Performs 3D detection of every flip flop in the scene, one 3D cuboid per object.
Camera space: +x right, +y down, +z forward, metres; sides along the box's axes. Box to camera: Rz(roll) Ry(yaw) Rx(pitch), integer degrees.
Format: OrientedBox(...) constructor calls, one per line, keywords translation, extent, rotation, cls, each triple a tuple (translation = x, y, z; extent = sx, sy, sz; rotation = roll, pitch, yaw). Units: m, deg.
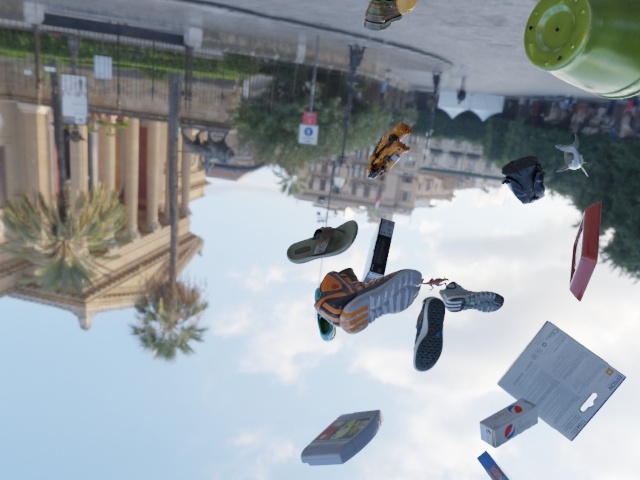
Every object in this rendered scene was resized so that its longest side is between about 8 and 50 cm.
OrientedBox(translation=(0.000, 0.000, 1.735), extent=(0.277, 0.080, 0.112), rotation=(-18, -131, 18), cls="flip flop")

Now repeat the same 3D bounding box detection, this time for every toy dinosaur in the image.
OrientedBox(translation=(0.374, 0.133, 1.686), extent=(0.082, 0.047, 0.090), rotation=(0, 153, -1), cls="toy dinosaur")

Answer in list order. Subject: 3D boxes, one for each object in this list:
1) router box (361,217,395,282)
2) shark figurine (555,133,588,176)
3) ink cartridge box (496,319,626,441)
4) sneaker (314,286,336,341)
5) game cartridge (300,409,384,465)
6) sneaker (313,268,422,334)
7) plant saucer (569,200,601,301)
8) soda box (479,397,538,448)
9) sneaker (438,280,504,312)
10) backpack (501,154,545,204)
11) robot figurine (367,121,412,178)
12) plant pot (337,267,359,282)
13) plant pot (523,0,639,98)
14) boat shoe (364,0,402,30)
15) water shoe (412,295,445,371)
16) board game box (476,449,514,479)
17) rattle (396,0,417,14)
OrientedBox(translation=(0.289, 0.078, 2.589), extent=(0.081, 0.309, 0.243), rotation=(16, 152, 0), cls="router box")
OrientedBox(translation=(1.039, -0.329, 2.126), extent=(0.116, 0.166, 0.278), rotation=(-25, 171, 22), cls="shark figurine")
OrientedBox(translation=(0.913, 0.533, 1.951), extent=(0.330, 0.324, 0.071), rotation=(38, -172, 14), cls="ink cartridge box")
OrientedBox(translation=(0.024, 0.348, 2.451), extent=(0.107, 0.275, 0.110), rotation=(-14, 156, 9), cls="sneaker")
OrientedBox(translation=(0.089, 0.661, 1.725), extent=(0.196, 0.060, 0.294), rotation=(-16, -178, 35), cls="game cartridge")
OrientedBox(translation=(0.116, 0.123, 1.336), extent=(0.321, 0.125, 0.180), rotation=(-15, -152, -40), cls="sneaker")
OrientedBox(translation=(0.898, 0.037, 1.734), extent=(0.047, 0.259, 0.258), rotation=(10, -123, 20), cls="plant saucer")
OrientedBox(translation=(0.647, 0.624, 1.743), extent=(0.216, 0.074, 0.069), rotation=(-16, -164, -26), cls="soda box")
OrientedBox(translation=(0.526, 0.187, 1.800), extent=(0.228, 0.086, 0.132), rotation=(2, -152, -16), cls="sneaker")
OrientedBox(translation=(0.780, -0.228, 1.923), extent=(0.152, 0.182, 0.115), rotation=(-17, -139, 31), cls="backpack")
OrientedBox(translation=(0.303, -0.393, 2.303), extent=(0.085, 0.211, 0.291), rotation=(21, 151, -14), cls="robot figurine")
OrientedBox(translation=(0.120, 0.228, 2.112), extent=(0.167, 0.167, 0.165), rotation=(-10, -129, -45), cls="plant pot")
OrientedBox(translation=(0.846, -0.639, 1.590), extent=(0.353, 0.367, 0.366), rotation=(-5, -160, -27), cls="plant pot")
OrientedBox(translation=(0.244, -0.860, 1.851), extent=(0.110, 0.104, 0.307), rotation=(14, -139, 10), cls="boat shoe")
OrientedBox(translation=(0.291, 0.251, 1.370), extent=(0.073, 0.203, 0.080), rotation=(15, 177, -5), cls="water shoe")
OrientedBox(translation=(0.595, 0.779, 1.595), extent=(0.160, 0.047, 0.210), rotation=(48, -178, -12), cls="board game box")
OrientedBox(translation=(0.149, -0.534, 1.017), extent=(0.130, 0.143, 0.200), rotation=(43, -141, -5), cls="rattle")
